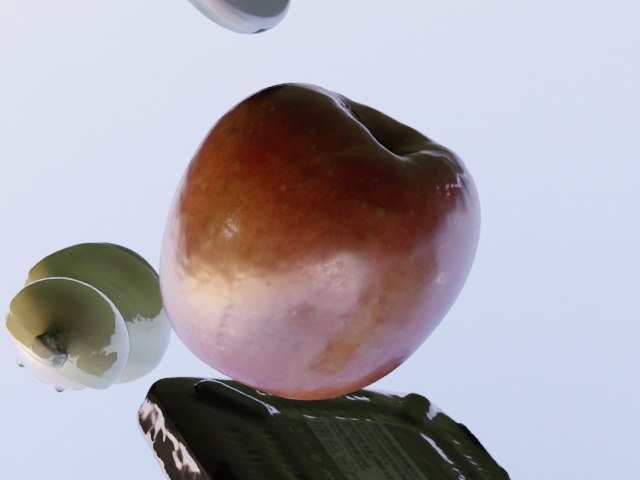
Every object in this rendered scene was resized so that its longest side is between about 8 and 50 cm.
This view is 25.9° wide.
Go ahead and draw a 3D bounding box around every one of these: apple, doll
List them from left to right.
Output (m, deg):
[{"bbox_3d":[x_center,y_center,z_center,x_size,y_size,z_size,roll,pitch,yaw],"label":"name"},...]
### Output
[{"bbox_3d":[-0.204,0.074,1.180,0.141,0.117,0.296,40,-169,-1],"label":"doll"},{"bbox_3d":[0.000,0.000,0.826,0.181,0.168,0.181,20,-161,-7],"label":"apple"}]

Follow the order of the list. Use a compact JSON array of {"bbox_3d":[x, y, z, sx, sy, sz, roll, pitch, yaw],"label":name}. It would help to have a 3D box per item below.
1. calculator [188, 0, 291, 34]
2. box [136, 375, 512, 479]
[{"bbox_3d":[-0.111,-0.294,1.080,0.042,0.295,0.184,-27,179,30],"label":"calculator"},{"bbox_3d":[0.031,0.198,1.040,0.289,0.073,0.290,9,-156,-33],"label":"box"}]
